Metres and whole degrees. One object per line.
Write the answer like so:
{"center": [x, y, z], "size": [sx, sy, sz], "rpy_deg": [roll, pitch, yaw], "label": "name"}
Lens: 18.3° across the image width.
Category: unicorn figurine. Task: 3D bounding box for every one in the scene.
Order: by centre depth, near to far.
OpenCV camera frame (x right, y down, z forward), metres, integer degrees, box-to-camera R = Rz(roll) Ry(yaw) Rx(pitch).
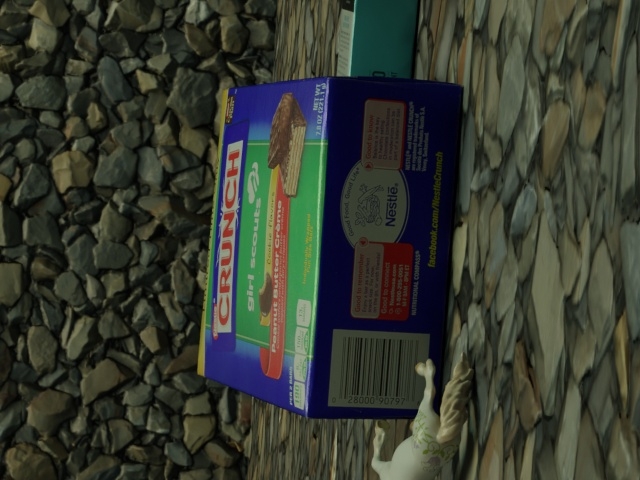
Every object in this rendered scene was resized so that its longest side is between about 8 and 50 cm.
{"center": [0.071, 0.162, 1.425], "size": [0.111, 0.060, 0.162], "rpy_deg": [-91, 7, -47], "label": "unicorn figurine"}

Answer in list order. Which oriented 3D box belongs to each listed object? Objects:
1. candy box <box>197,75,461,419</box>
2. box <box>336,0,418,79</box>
{"center": [0.000, 0.000, 1.664], "size": [0.317, 0.122, 0.268], "rpy_deg": [-173, 87, -73], "label": "candy box"}
{"center": [0.047, -0.121, 1.856], "size": [0.100, 0.060, 0.244], "rpy_deg": [-124, 38, -79], "label": "box"}
